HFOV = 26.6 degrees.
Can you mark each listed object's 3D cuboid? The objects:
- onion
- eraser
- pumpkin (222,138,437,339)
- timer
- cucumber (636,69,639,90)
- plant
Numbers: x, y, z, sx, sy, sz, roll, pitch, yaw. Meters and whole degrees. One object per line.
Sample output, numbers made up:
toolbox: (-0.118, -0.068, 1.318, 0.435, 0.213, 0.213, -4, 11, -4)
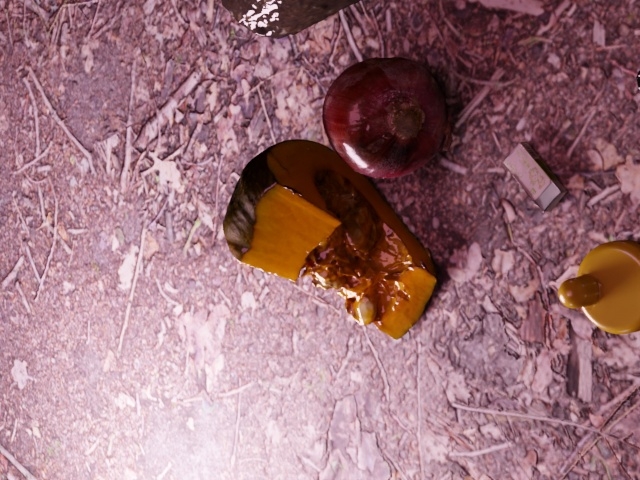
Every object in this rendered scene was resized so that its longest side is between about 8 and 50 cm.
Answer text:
onion: (0.067, -0.157, 1.704, 0.195, 0.160, 0.159, 19, 108, 62)
eraser: (0.256, -0.076, 1.617, 0.083, 0.019, 0.038, 55, 125, 24)
pumpkin: (0.000, -0.001, 1.749, 0.280, 0.190, 0.139, 51, 125, 26)
timer: (0.329, 0.052, 1.500, 0.107, 0.109, 0.107, 6, 99, 42)
cucumber: (0.464, -0.128, 1.380, 0.300, 0.072, 0.072, 26, 112, 39)
plant: (0.013, -0.384, 1.707, 0.321, 0.182, 0.194, -34, 72, 45)
